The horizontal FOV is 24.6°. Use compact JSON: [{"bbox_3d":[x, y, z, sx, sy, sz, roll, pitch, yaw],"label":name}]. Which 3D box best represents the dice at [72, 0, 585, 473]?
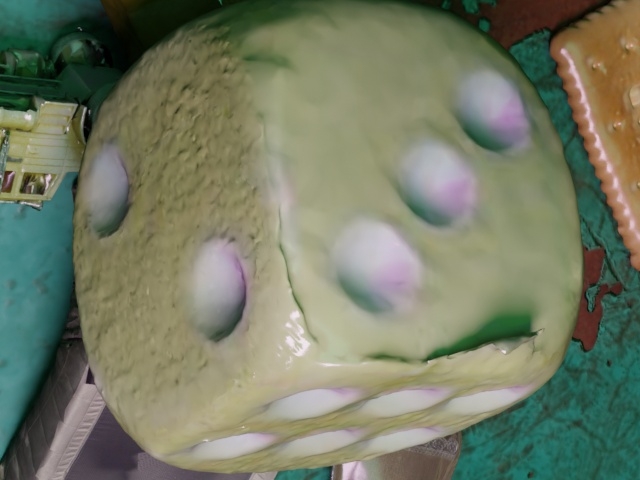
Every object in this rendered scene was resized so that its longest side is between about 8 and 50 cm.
[{"bbox_3d":[0.000,0.000,0.946,0.252,0.254,0.249,2,66,-35],"label":"dice"}]

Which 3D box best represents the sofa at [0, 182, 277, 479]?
[{"bbox_3d":[-0.127,0.102,1.138,0.210,0.176,0.225,14,115,-27],"label":"sofa"}]

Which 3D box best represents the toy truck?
[{"bbox_3d":[-0.253,-0.083,1.056,0.260,0.128,0.135,-2,119,-28],"label":"toy truck"}]

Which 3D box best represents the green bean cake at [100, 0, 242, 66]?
[{"bbox_3d":[-0.072,-0.226,1.098,0.233,0.124,0.236,-45,115,-53],"label":"green bean cake"}]

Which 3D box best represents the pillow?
[{"bbox_3d":[0.048,0.242,1.258,0.130,0.033,0.217,19,84,-28],"label":"pillow"}]

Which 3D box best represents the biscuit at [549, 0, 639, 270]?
[{"bbox_3d":[0.316,-0.109,1.377,0.160,0.030,0.249,-29,105,-23],"label":"biscuit"}]
